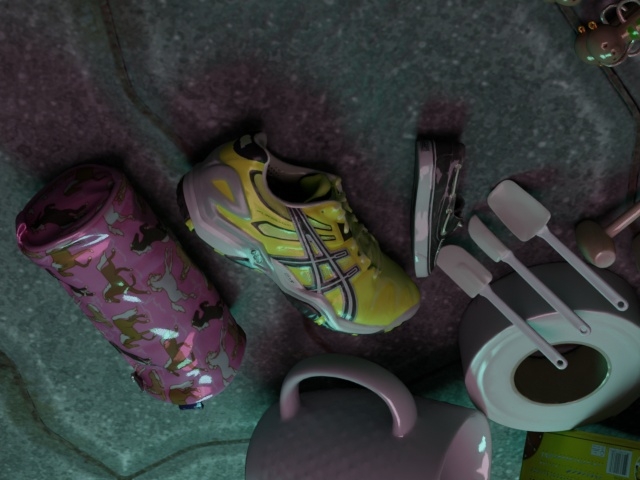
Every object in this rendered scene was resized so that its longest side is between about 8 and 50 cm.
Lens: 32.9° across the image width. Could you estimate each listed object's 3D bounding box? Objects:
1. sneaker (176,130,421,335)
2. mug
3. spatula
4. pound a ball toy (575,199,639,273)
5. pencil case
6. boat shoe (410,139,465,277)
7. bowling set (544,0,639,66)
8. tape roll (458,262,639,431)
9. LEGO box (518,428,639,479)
[{"bbox_3d":[0.000,0.000,1.428,0.384,0.145,0.147,30,126,-29],"label":"sneaker"},{"bbox_3d":[0.057,0.323,1.639,0.328,0.276,0.374,9,129,26],"label":"mug"},{"bbox_3d":[0.289,0.050,1.480,0.242,0.019,0.168,44,111,4],"label":"spatula"},{"bbox_3d":[0.532,-0.003,1.448,0.319,0.136,0.208,-35,126,27],"label":"pound a ball toy"},{"bbox_3d":[-0.251,0.067,1.476,0.160,0.167,0.386,8,143,37],"label":"pencil case"},{"bbox_3d":[0.157,-0.036,1.443,0.070,0.078,0.219,0,132,0],"label":"boat shoe"},{"bbox_3d":[0.302,-0.269,1.154,0.154,0.200,0.287,-29,124,25],"label":"bowling set"},{"bbox_3d":[0.353,0.166,1.627,0.286,0.100,0.286,-1,133,-1],"label":"tape roll"},{"bbox_3d":[0.579,0.418,1.618,0.372,0.193,0.500,14,172,-18],"label":"LEGO box"}]
